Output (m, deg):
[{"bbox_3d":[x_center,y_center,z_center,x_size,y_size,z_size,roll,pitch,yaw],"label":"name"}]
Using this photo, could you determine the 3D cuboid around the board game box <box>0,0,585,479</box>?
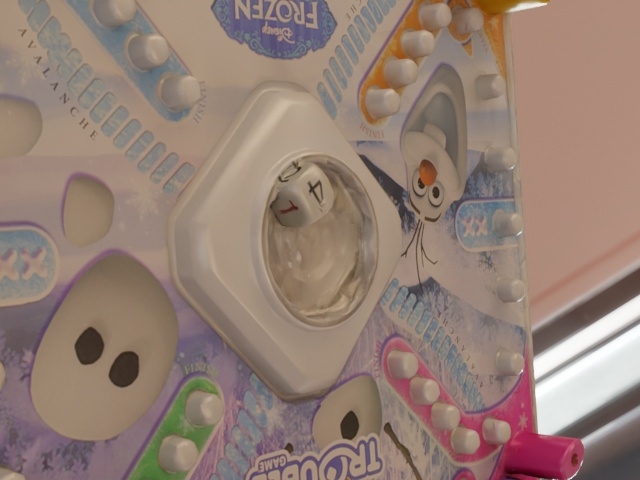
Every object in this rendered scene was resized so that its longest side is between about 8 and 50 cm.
[{"bbox_3d":[0.000,0.000,0.511,0.390,0.050,0.390,-5,-89,-47],"label":"board game box"}]
